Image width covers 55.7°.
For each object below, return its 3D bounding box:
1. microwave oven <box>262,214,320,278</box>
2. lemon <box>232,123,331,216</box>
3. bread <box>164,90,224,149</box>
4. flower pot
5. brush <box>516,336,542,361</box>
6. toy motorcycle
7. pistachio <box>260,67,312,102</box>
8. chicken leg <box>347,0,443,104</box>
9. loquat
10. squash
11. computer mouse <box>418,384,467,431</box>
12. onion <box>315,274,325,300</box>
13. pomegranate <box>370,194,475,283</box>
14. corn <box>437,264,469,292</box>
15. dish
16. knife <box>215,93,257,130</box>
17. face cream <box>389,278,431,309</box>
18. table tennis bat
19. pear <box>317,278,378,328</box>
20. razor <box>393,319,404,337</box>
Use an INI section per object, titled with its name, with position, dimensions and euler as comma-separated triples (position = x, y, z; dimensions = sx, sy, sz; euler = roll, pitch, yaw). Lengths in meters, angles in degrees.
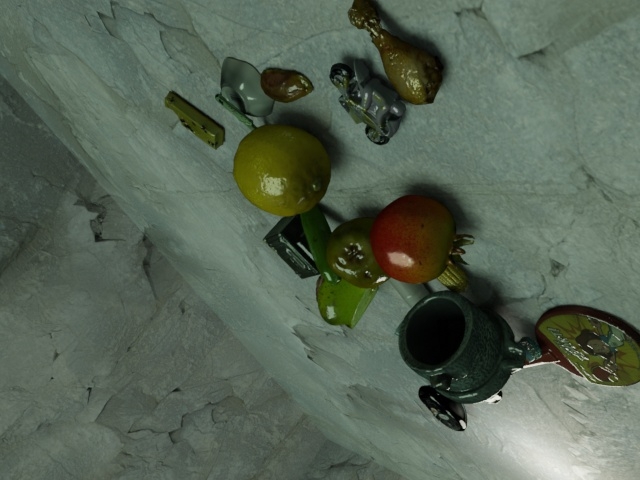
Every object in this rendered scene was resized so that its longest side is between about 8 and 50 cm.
[microwave oven]
position = -0.073, 0.022, 2.067
dimensions = 0.205, 0.129, 0.163
euler = 46, 156, -12
[lemon]
position = -0.109, -0.192, 1.634
dimensions = 0.320, 0.245, 0.245
euler = 26, 152, 43
[bread]
position = -0.411, -0.388, 1.960
dimensions = 0.226, 0.049, 0.088
euler = 36, 155, 11
[flower pot]
position = 0.402, 0.303, 1.663
dimensions = 0.283, 0.299, 0.299
euler = 36, 162, -36
[brush]
position = 0.555, 0.322, 1.692
dimensions = 0.070, 0.021, 0.196
euler = 48, 155, 16
[toy motorcycle]
position = 0.117, -0.303, 1.339
dimensions = 0.152, 0.073, 0.225
euler = 4, 138, 50
[pistachio]
position = -0.095, -0.383, 1.530
dimensions = 0.173, 0.049, 0.089
euler = 19, 148, 39
[chicken leg]
position = 0.144, -0.370, 1.186
dimensions = 0.251, 0.087, 0.107
euler = 48, 144, -1
[loquat]
position = 0.129, 0.030, 1.739
dimensions = 0.213, 0.213, 0.246
euler = 33, -164, 16
[squash]
position = 0.001, 0.000, 1.851
dimensions = 0.082, 0.082, 0.292
euler = 101, 152, -62
[computer mouse]
position = 0.482, 0.632, 2.331
dimensions = 0.233, 0.096, 0.137
euler = 49, 149, -9
[onion]
position = 0.053, 0.166, 2.164
dimensions = 0.140, 0.150, 0.150
euler = 13, 159, -15
[pomegranate]
position = 0.249, 0.000, 1.491
dimensions = 0.257, 0.220, 0.220
euler = 10, 144, 21
[corn]
position = 0.326, 0.067, 1.662
dimensions = 0.206, 0.067, 0.067
euler = 44, 155, -1
[dish]
position = -0.218, -0.400, 1.651
dimensions = 0.191, 0.066, 0.190
euler = 32, 154, 18
[knife]
position = -0.200, -0.328, 1.683
dimensions = 0.043, 0.019, 0.293
euler = 15, 168, 35
[face cream]
position = 0.281, 0.154, 1.848
dimensions = 0.250, 0.077, 0.077
euler = 50, 153, -18
[table tennis bat]
position = 0.659, 0.283, 1.574
dimensions = 0.268, 0.051, 0.415
euler = 45, 152, -4
[pear]
position = 0.082, 0.156, 1.940
dimensions = 0.160, 0.292, 0.292
euler = 24, 152, 12
[razor]
position = 0.322, 0.376, 2.184
dimensions = 0.106, 0.068, 0.232
euler = 31, 158, 20
